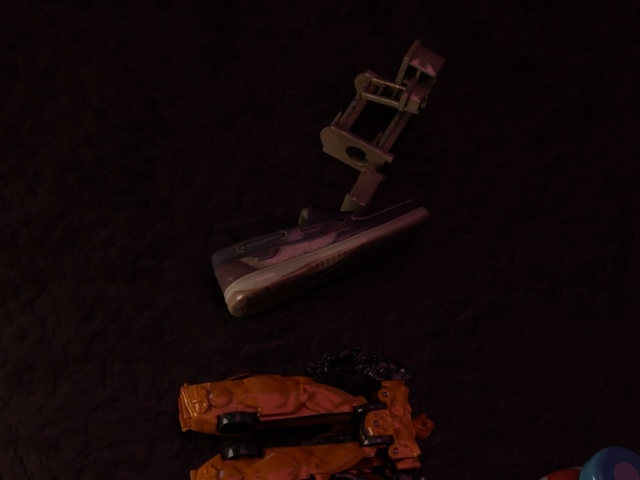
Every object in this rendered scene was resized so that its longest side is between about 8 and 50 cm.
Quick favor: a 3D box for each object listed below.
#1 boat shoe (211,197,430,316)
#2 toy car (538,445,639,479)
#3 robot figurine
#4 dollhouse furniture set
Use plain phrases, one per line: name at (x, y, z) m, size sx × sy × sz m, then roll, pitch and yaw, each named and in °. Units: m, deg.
boat shoe at (0.000, 0.000, 1.992) m, size 0.285 × 0.103 × 0.092 m, roll -24°, pitch 73°, yaw -17°
toy car at (0.231, 0.358, 1.681) m, size 0.238 × 0.219 × 0.210 m, roll -15°, pitch 66°, yaw -30°
robot figurine at (-0.012, 0.229, 1.867) m, size 0.291 × 0.085 × 0.211 m, roll -2°, pitch 62°, yaw -12°
dollhouse furniture set at (0.060, -0.152, 2.054) m, size 0.101 × 0.161 × 0.182 m, roll 29°, pitch 58°, yaw 5°
